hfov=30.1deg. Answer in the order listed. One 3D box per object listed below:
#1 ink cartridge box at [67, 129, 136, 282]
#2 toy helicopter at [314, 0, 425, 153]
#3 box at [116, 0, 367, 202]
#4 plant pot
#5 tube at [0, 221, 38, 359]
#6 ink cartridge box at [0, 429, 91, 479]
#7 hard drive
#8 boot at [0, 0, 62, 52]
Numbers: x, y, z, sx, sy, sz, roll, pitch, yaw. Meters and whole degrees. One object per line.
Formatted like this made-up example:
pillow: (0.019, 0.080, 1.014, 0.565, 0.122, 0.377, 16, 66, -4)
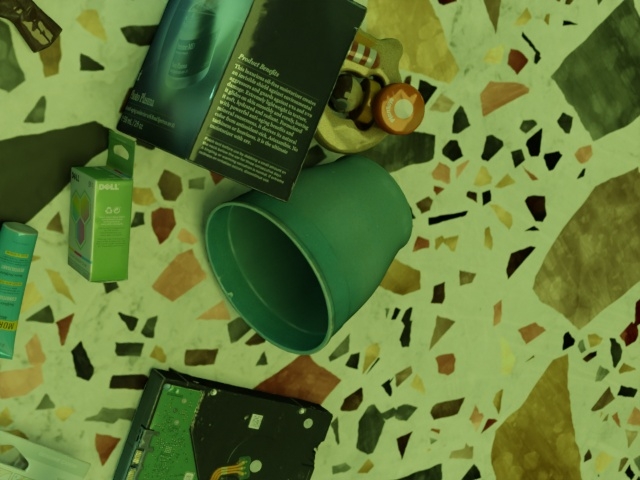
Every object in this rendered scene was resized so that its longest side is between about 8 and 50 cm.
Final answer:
ink cartridge box: (-0.326, -0.052, 1.760, 0.062, 0.109, 0.209, -2, 104, -30)
toy helicopter: (0.018, -0.313, 1.897, 0.234, 0.140, 0.355, -11, 98, -17)
box: (-0.124, -0.244, 1.714, 0.182, 0.296, 0.294, 23, 91, -32)
plant pot: (0.000, 0.000, 1.886, 0.255, 0.271, 0.272, -36, 119, -34)
tube: (-0.469, 0.076, 1.755, 0.080, 0.052, 0.207, 13, 103, -22)
ink cartridge box: (-0.523, 0.392, 1.799, 0.275, 0.060, 0.239, 29, 87, -32)
hard drive: (-0.164, 0.359, 1.992, 0.338, 0.064, 0.237, 16, 95, -33)
boot: (-0.432, -0.300, 1.678, 0.106, 0.037, 0.114, -43, 125, -10)
